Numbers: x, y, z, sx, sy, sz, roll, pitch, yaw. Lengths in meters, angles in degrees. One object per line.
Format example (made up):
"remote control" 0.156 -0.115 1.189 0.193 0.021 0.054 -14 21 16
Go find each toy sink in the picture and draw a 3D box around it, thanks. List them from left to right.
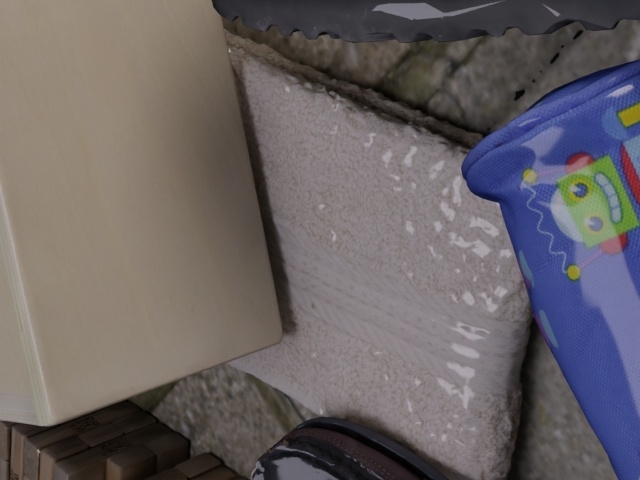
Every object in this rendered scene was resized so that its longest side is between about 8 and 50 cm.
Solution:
"toy sink" -0.137 -0.037 0.718 0.131 0.153 0.234 -3 101 48

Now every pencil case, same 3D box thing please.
"pencil case" 0.170 0.074 0.533 0.119 0.133 0.306 -26 84 23

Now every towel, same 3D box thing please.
"towel" 0.000 0.000 0.734 0.282 0.049 0.187 26 122 36

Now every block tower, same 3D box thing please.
"block tower" -0.124 0.184 0.894 0.335 0.097 0.090 28 122 38

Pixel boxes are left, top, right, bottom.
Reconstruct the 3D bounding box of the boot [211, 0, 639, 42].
"boot" 0.073 -0.301 0.444 0.367 0.146 0.445 4 117 35

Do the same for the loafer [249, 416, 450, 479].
"loafer" 0.060 0.211 0.646 0.302 0.095 0.109 49 121 21
